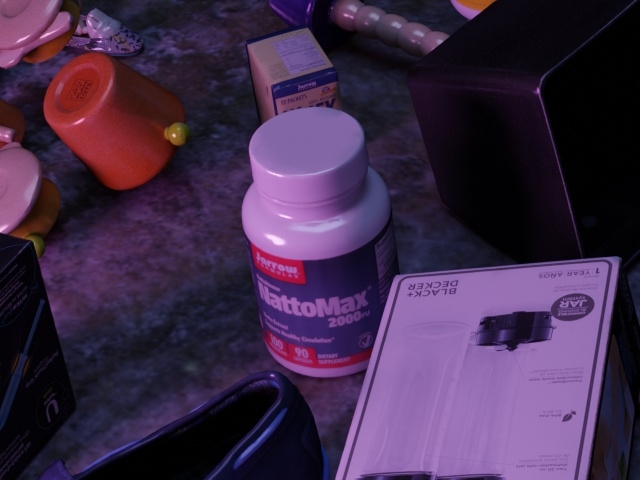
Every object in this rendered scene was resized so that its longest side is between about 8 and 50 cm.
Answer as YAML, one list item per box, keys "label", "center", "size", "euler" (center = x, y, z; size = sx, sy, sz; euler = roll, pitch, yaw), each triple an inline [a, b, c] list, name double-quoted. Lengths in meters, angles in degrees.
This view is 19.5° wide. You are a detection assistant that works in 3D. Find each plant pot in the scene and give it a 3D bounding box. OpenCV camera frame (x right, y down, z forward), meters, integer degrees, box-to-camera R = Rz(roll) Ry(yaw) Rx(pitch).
- label: "plant pot"
  center: [0.177, -0.097, 1.429]
  size: [0.167, 0.188, 0.187]
  euler: [14, 44, 42]

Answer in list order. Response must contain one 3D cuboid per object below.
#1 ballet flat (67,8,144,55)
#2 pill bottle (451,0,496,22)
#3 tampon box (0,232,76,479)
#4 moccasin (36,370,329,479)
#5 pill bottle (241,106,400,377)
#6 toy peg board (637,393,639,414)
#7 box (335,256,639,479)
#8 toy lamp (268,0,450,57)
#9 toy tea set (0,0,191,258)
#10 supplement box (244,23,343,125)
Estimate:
- label: "ballet flat"
  center: [-0.218, -0.196, 1.723]
  size: [0.114, 0.041, 0.041]
  euler: [10, 43, 21]
- label: "pill bottle"
  center: [0.158, -0.250, 1.603]
  size: [0.103, 0.184, 0.103]
  euler: [-5, 39, 4]
- label: "tampon box"
  center: [-0.257, 0.084, 1.294]
  size: [0.101, 0.161, 0.120]
  euler: [15, 43, 26]
- label: "moccasin"
  center: [-0.155, 0.183, 1.190]
  size: [0.342, 0.116, 0.138]
  euler: [-32, 45, -26]
- label: "pill bottle"
  center: [0.000, 0.000, 1.333]
  size: [0.108, 0.180, 0.108]
  euler: [-6, 39, 5]
- label: "toy peg board"
  center: [0.320, 0.093, 1.242]
  size: [0.161, 0.079, 0.160]
  euler: [-26, 42, -20]
- label: "box"
  center: [0.107, 0.141, 1.195]
  size: [0.169, 0.087, 0.290]
  euler: [-6, 38, 20]
- label: "toy lamp"
  center: [0.069, -0.182, 1.621]
  size: [0.275, 0.080, 0.080]
  euler: [24, 49, 34]
- label: "toy tea set"
  center: [-0.240, -0.113, 1.600]
  size: [0.200, 0.124, 0.336]
  euler: [-42, 46, 6]
- label: "supplement box"
  center: [-0.020, -0.121, 1.559]
  size: [0.056, 0.083, 0.083]
  euler: [-18, 39, -10]
